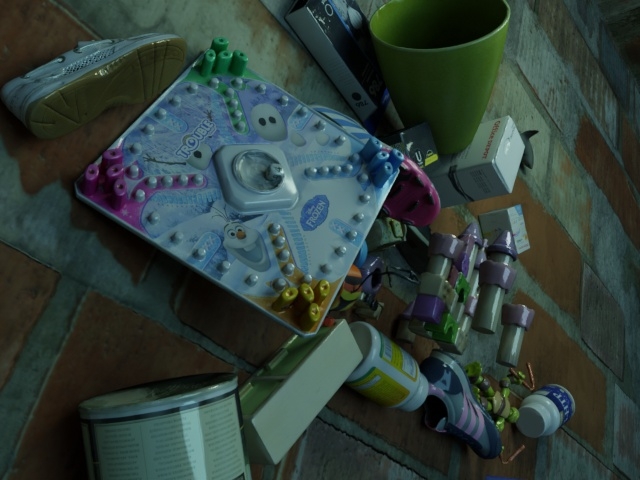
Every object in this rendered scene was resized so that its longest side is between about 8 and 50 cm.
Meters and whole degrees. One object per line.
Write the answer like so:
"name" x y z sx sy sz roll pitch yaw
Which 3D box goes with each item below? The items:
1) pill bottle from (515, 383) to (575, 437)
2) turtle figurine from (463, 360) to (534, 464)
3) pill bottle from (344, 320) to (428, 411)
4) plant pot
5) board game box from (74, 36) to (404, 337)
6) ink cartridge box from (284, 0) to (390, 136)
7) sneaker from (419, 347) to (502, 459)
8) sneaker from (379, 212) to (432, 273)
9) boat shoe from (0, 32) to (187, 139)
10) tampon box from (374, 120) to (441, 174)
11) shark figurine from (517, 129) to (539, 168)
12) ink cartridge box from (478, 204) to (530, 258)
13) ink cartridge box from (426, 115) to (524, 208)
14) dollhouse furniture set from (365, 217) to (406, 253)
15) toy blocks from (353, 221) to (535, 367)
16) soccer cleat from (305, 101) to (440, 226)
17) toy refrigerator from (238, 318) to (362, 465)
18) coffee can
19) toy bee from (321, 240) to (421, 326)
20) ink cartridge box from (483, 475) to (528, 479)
"pill bottle" 0.604 0.465 1.747 0.186 0.112 0.112 -8 87 -49
"turtle figurine" 0.428 0.386 1.583 0.217 0.087 0.270 39 62 -27
"pill bottle" 0.117 0.249 1.235 0.208 0.117 0.118 39 54 -36
"plant pot" 0.255 -0.336 1.364 0.275 0.274 0.294 -59 149 -38
"board game box" -0.093 -0.106 0.983 0.389 0.050 0.390 32 53 -3
"ink cartridge box" 0.070 -0.397 1.376 0.333 0.065 0.165 48 48 -32
"sneaker" 0.291 0.394 1.430 0.131 0.112 0.319 -43 112 -27
"sneaker" 0.226 -0.024 1.451 0.222 0.083 0.118 50 47 -27
"boat shoe" -0.303 -0.236 0.883 0.096 0.098 0.277 36 46 16
"tampon box" 0.143 -0.167 1.329 0.120 0.160 0.102 -31 104 -47
"shark figurine" 0.582 -0.294 1.902 0.278 0.116 0.166 -10 88 -51
"ink cartridge box" 0.505 -0.015 1.762 0.092 0.089 0.143 -17 93 -49
"ink cartridge box" 0.330 -0.173 1.485 0.100 0.237 0.172 51 48 -28
"dollhouse furniture set" 0.106 -0.062 1.299 0.181 0.101 0.161 -9 80 -57
"toy blocks" 0.256 0.066 1.284 0.288 0.308 0.260 45 59 -54
"soccer cleat" 0.093 -0.157 1.228 0.331 0.116 0.143 35 27 -8
"toy refrigerator" -0.050 0.236 1.060 0.269 0.102 0.094 -41 112 -45
"coffee can" -0.182 0.323 0.809 0.201 0.201 0.276 -5 85 -49
"toy bee" 0.004 0.055 1.087 0.195 0.298 0.162 20 104 -27
"ink cartridge box" 0.340 0.669 1.275 0.151 0.269 0.396 33 58 -42
